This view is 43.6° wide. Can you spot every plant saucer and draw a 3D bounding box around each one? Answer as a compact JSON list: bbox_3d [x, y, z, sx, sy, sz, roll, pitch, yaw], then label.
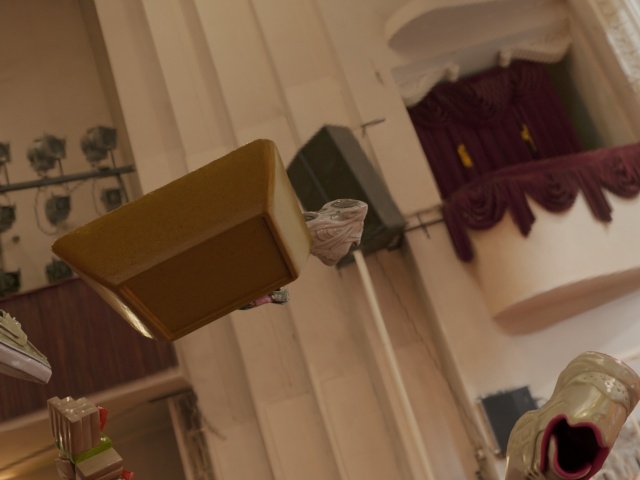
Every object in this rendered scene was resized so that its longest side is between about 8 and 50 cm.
[{"bbox_3d":[-0.171,0.032,1.184,0.332,0.081,0.333,-27,-28,-3],"label":"plant saucer"}]

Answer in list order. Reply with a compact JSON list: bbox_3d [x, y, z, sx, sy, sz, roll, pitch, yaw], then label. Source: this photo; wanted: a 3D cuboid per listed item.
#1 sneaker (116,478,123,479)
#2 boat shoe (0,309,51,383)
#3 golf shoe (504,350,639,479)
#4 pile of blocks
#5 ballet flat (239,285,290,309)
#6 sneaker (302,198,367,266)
[{"bbox_3d":[-0.376,0.600,1.523,0.118,0.279,0.107,-14,-1,-13],"label":"sneaker"},{"bbox_3d":[-0.588,0.172,1.444,0.109,0.094,0.302,4,-28,29],"label":"boat shoe"},{"bbox_3d":[0.308,0.281,1.055,0.140,0.115,0.306,-45,-23,-47],"label":"golf shoe"},{"bbox_3d":[-0.450,0.479,1.634,0.112,0.362,0.149,-18,6,-41],"label":"pile of blocks"},{"bbox_3d":[-0.119,0.099,1.659,0.076,0.079,0.221,13,4,24],"label":"ballet flat"},{"bbox_3d":[0.000,0.000,1.469,0.232,0.115,0.090,-16,21,-36],"label":"sneaker"}]
